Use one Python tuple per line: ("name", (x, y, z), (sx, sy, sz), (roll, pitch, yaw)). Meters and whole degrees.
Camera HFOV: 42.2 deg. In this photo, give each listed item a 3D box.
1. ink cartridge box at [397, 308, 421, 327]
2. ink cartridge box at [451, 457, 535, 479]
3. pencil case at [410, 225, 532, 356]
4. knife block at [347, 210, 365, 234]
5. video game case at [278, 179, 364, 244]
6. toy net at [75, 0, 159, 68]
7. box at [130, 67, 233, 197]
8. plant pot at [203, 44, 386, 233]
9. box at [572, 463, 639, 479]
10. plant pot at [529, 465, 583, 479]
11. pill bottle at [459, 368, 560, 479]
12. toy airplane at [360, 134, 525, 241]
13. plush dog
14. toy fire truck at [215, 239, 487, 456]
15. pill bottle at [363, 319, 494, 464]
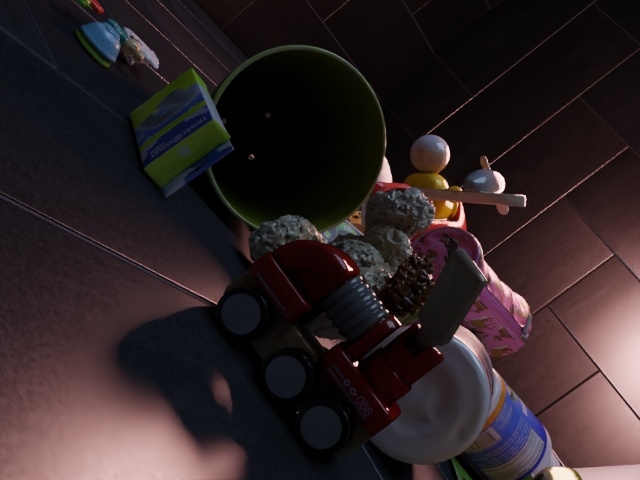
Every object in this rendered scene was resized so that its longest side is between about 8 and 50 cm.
("ink cartridge box", (0.260, 0.264, 1.691), (0.198, 0.115, 0.273), (48, 8, -20))
("ink cartridge box", (0.331, 0.449, 1.348), (0.255, 0.097, 0.189), (51, 8, -11))
("pencil case", (0.315, 0.112, 1.723), (0.386, 0.167, 0.160), (41, 42, -49))
("knife block", (0.120, 0.054, 2.019), (0.276, 0.242, 0.088), (3, 21, -11))
("video game case", (0.000, 0.000, 1.388), (0.190, 0.022, 0.173), (40, 37, -13))
("toy net", (-0.319, -0.310, 1.271), (0.122, 0.045, 0.232), (50, 6, 4))
("box", (-0.180, -0.140, 1.051), (0.042, 0.109, 0.178), (50, 7, -38))
("plant pot", (-0.080, -0.167, 1.316), (0.275, 0.275, 0.293), (48, -7, -22))
("box", (0.556, 0.573, 1.511), (0.345, 0.168, 0.215), (-42, 126, -82))
("plant pot", (0.247, 0.371, 0.820), (0.207, 0.228, 0.227), (45, 8, 3))
("pill bottle", (0.322, 0.355, 1.501), (0.272, 0.152, 0.152), (47, 9, -27))
("toy airplane", (0.193, -0.109, 1.764), (0.386, 0.272, 0.384), (19, -13, -7))
("plush dog", (0.037, 0.062, 1.085), (0.225, 0.262, 0.210), (-63, 139, -74))
("toy fire truck", (0.042, 0.074, 0.855), (0.217, 0.246, 0.158), (54, 8, 11))
("pill bottle", (0.156, 0.201, 1.181), (0.176, 0.176, 0.318), (53, 8, 10))
